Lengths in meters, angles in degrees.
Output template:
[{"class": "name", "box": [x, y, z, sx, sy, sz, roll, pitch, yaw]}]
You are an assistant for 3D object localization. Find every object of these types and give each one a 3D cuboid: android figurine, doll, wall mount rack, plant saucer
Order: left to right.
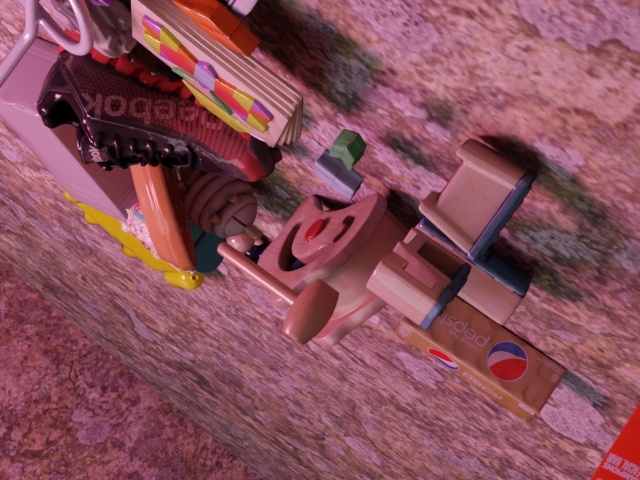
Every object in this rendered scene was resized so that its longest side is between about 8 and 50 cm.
[{"class": "wall mount rack", "box": [-0.360, -0.254, 1.226, 0.350, 0.130, 0.304, 50, 154, 13]}, {"class": "android figurine", "box": [-0.273, -0.016, 2.013, 0.248, 0.056, 0.273, 43, 164, -21]}, {"class": "plant saucer", "box": [-0.186, -0.059, 1.534, 0.200, 0.037, 0.200, 164, 90, -89]}, {"class": "doll", "box": [-0.055, 0.048, 1.760, 0.189, 0.046, 0.129, 44, 161, -24]}]

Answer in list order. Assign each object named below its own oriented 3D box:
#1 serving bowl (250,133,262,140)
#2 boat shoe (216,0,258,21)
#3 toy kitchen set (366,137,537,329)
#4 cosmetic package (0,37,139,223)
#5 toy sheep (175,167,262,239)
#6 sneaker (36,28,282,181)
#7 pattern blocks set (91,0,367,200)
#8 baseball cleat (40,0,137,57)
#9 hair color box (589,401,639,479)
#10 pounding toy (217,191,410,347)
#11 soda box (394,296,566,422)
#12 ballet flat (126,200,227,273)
[{"class": "serving bowl", "box": [-0.063, -0.133, 1.310, 0.083, 0.027, 0.083, 35, 162, 13]}, {"class": "boat shoe", "box": [-0.076, -0.218, 1.035, 0.083, 0.065, 0.183, 37, 165, -9]}, {"class": "toy kitchen set", "box": [0.149, -0.005, 1.178, 0.122, 0.166, 0.207, 35, -160, 6]}, {"class": "cosmetic package", "box": [-0.301, -0.135, 1.662, 0.127, 0.107, 0.238, 25, 157, 34]}, {"class": "toy sheep", "box": [-0.117, -0.046, 1.558, 0.132, 0.091, 0.091, 49, 168, 18]}, {"class": "sneaker", "box": [-0.178, -0.116, 1.397, 0.276, 0.135, 0.097, 28, 161, 11]}, {"class": "pattern blocks set", "box": [-0.094, -0.151, 1.168, 0.325, 0.026, 0.285, 35, 170, 13]}, {"class": "baseball cleat", "box": [-0.248, -0.249, 1.290, 0.109, 0.072, 0.206, 29, 161, 24]}, {"class": "hair color box", "box": [0.308, 0.196, 1.216, 0.053, 0.167, 0.093, 24, 159, 37]}, {"class": "pounding toy", "box": [0.000, 0.000, 1.354, 0.155, 0.154, 0.269, 43, -175, -17]}, {"class": "soda box", "box": [0.174, 0.121, 1.469, 0.181, 0.061, 0.058, 34, 164, 7]}, {"class": "ballet flat", "box": [-0.185, -0.014, 1.741, 0.077, 0.091, 0.241, 32, 176, 15]}]
